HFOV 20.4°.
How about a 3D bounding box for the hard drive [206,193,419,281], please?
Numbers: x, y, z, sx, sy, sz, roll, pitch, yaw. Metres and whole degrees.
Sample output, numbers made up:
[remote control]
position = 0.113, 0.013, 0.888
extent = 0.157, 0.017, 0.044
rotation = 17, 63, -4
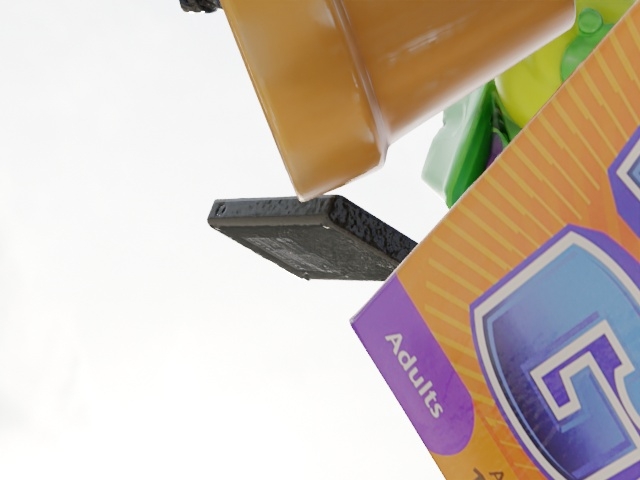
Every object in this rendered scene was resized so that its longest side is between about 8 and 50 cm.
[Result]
[hard drive]
position = 0.000, 0.000, 1.157
extent = 0.094, 0.022, 0.135
rotation = 31, -18, -33

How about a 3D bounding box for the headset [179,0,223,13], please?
[headset]
position = 0.014, -0.335, 1.424
extent = 0.243, 0.185, 0.394
rotation = 33, -41, -20

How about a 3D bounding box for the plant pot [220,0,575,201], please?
[plant pot]
position = 0.038, -0.150, 1.033
extent = 0.188, 0.205, 0.205
rotation = -21, -59, -1

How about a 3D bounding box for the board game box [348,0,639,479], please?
[board game box]
position = 0.304, 0.041, 0.716
extent = 0.356, 0.356, 0.356
rotation = 58, -38, 16

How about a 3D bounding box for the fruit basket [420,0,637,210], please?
[fruit basket]
position = 0.270, -0.162, 1.736
extent = 0.283, 0.392, 0.392
rotation = 20, -36, -23
